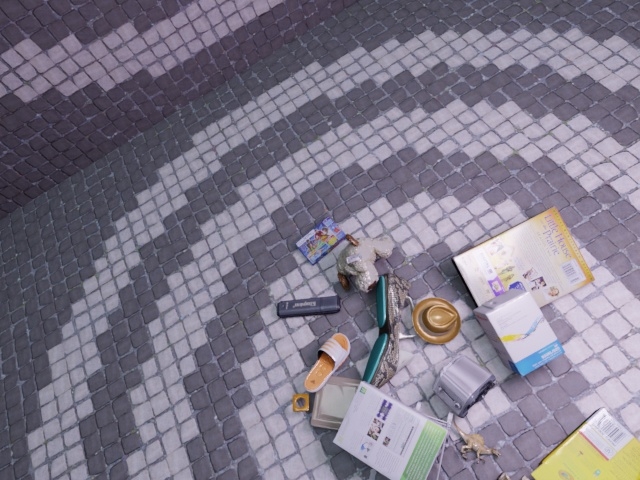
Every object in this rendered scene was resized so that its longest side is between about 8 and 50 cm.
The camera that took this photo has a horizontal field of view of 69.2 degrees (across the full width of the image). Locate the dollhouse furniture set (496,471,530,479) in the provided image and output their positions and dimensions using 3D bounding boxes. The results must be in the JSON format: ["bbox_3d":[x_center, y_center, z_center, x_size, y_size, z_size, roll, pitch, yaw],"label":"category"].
[{"bbox_3d":[0.608,0.799,1.433,0.144,0.123,0.151,-46,60,-9],"label":"dollhouse furniture set"}]

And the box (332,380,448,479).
[{"bbox_3d":[0.230,0.651,1.547,0.322,0.058,0.232,25,87,24],"label":"box"}]

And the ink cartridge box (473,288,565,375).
[{"bbox_3d":[0.672,0.306,1.592,0.168,0.171,0.233,-29,86,1],"label":"ink cartridge box"}]

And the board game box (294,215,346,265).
[{"bbox_3d":[0.000,0.000,2.080,0.201,0.035,0.136,-39,60,-5],"label":"board game box"}]

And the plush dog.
[{"bbox_3d":[0.141,0.075,1.900,0.210,0.225,0.262,35,61,-10],"label":"plush dog"}]

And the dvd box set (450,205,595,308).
[{"bbox_3d":[0.740,0.104,1.714,0.420,0.062,0.308,-28,87,2],"label":"dvd box set"}]

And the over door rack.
[{"bbox_3d":[0.307,0.714,1.592,0.239,0.108,0.324,11,82,22],"label":"over door rack"}]

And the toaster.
[{"bbox_3d":[0.494,0.490,1.601,0.227,0.129,0.146,-20,46,-40],"label":"toaster"}]

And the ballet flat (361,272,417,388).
[{"bbox_3d":[0.280,0.357,1.757,0.182,0.164,0.483,15,64,-6],"label":"ballet flat"}]

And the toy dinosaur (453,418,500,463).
[{"bbox_3d":[0.509,0.691,1.572,0.183,0.053,0.092,32,61,20],"label":"toy dinosaur"}]

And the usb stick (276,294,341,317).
[{"bbox_3d":[-0.050,0.278,1.947,0.277,0.045,0.077,-7,63,14],"label":"usb stick"}]

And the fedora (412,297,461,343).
[{"bbox_3d":[0.444,0.292,1.737,0.194,0.079,0.194,3,66,-7],"label":"fedora"}]

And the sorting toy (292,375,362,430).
[{"bbox_3d":[0.066,0.611,1.742,0.347,0.047,0.196,3,58,16],"label":"sorting toy"}]

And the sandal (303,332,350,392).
[{"bbox_3d":[0.026,0.461,1.786,0.102,0.076,0.265,21,56,27],"label":"sandal"}]

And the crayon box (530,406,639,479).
[{"bbox_3d":[0.837,0.703,1.438,0.318,0.081,0.202,-38,59,-5],"label":"crayon box"}]
